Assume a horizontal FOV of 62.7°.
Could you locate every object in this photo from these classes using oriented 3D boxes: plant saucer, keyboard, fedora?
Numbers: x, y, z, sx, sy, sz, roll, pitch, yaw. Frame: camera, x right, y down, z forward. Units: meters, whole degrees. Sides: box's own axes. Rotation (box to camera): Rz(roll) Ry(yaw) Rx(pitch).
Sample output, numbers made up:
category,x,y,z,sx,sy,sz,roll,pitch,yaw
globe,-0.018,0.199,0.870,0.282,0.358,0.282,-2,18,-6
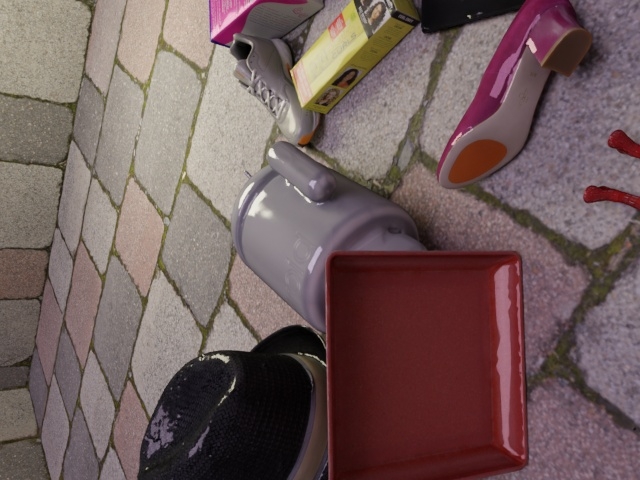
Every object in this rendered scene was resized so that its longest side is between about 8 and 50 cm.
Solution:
category,x,y,z,sx,sy,sz,roll,pitch,yaw
plant saucer,0.117,0.141,0.594,0.048,0.259,0.258,172,98,-67
keyboard,0.204,-0.338,0.676,0.180,0.023,0.108,8,101,49
fedora,-0.124,0.244,0.668,0.334,0.152,0.334,-34,41,36

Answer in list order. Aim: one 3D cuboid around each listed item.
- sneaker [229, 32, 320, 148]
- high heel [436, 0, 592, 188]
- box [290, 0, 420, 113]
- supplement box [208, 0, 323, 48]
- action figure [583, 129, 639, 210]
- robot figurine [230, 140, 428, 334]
category,x,y,z,sx,sy,sz,roll,pitch,yaw
sneaker,-0.095,-0.272,0.950,0.099,0.121,0.262,-50,53,37
high heel,0.211,-0.176,0.635,0.117,0.082,0.244,-95,23,-44
box,0.047,-0.306,0.831,0.232,0.058,0.087,-34,64,44
supplement box,-0.107,-0.450,0.978,0.220,0.111,0.114,-10,80,48
action figure,0.345,-0.017,0.416,0.280,0.139,0.091,33,114,43
robot figurine,0.000,0.000,0.765,0.353,0.200,0.300,35,147,45
